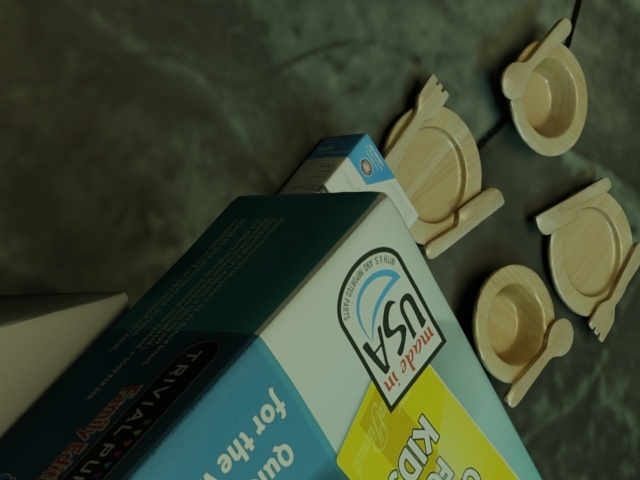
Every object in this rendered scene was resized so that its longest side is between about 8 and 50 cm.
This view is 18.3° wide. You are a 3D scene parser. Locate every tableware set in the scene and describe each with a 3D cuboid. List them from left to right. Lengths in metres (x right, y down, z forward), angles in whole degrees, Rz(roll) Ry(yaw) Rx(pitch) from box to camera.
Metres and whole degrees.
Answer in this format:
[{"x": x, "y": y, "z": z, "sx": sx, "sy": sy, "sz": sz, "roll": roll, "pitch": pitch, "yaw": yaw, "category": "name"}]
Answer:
[{"x": 0.095, "y": -0.013, "z": 0.926, "sx": 0.141, "sy": 0.020, "sz": 0.168, "roll": -42, "pitch": 116, "yaw": -35, "category": "tableware set"}]

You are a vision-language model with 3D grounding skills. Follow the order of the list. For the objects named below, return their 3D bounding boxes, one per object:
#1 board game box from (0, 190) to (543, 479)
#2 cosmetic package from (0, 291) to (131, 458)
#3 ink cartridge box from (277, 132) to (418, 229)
[{"x": 0.001, "y": 0.192, "z": 0.663, "sx": 0.254, "sy": 0.079, "sz": 0.336, "roll": -48, "pitch": 120, "yaw": -33, "category": "board game box"}, {"x": -0.168, "y": 0.097, "z": 0.627, "sx": 0.238, "sy": 0.107, "sz": 0.127, "roll": -12, "pitch": 97, "yaw": -45, "category": "cosmetic package"}, {"x": 0.000, "y": 0.000, "z": 0.831, "sx": 0.083, "sy": 0.028, "sz": 0.048, "roll": -51, "pitch": 121, "yaw": -31, "category": "ink cartridge box"}]
